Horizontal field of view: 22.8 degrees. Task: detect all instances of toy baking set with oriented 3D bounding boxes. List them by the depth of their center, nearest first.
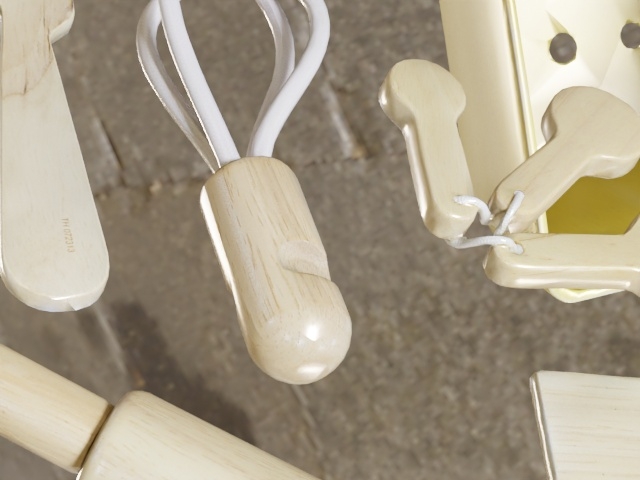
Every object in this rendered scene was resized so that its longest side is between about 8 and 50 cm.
[{"bbox_3d":[-0.001,0.005,0.392,0.256,0.197,0.030,24,134,-1],"label":"toy baking set"}]

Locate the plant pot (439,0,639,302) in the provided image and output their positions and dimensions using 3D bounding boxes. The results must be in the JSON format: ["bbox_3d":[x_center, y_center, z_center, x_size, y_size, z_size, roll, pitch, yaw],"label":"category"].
[{"bbox_3d":[0.166,-0.101,0.835,0.187,0.212,0.212,-160,60,-74],"label":"plant pot"}]
